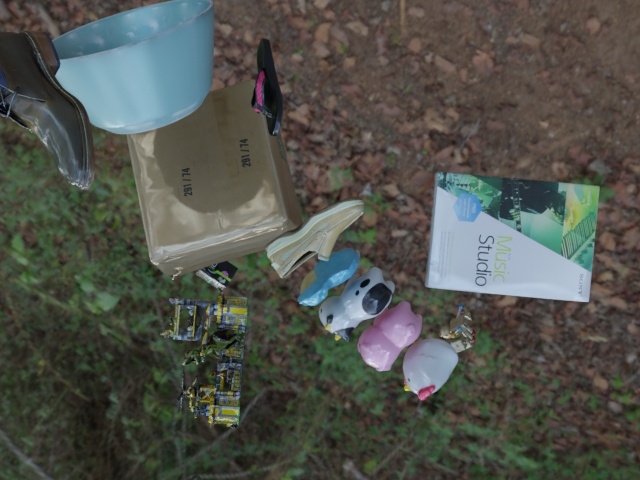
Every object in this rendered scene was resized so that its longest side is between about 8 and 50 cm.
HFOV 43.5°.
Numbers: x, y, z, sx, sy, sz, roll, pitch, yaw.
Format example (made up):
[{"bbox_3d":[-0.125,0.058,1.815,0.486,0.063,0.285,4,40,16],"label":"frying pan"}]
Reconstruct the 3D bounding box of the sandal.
[{"bbox_3d":[-0.092,-0.239,1.262,0.040,0.179,0.067,-1,153,-22],"label":"sandal"}]

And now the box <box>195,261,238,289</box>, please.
[{"bbox_3d":[-0.262,0.078,2.024,0.083,0.062,0.052,34,154,-8],"label":"box"}]

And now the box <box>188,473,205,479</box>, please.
[{"bbox_3d":[-0.236,0.567,1.526,0.142,0.163,0.247,56,158,-5],"label":"box"}]

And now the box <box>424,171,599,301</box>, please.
[{"bbox_3d":[0.377,-0.007,1.588,0.322,0.232,0.058,5,-179,1],"label":"box"}]

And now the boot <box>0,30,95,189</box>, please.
[{"bbox_3d":[-0.326,-0.142,0.875,0.082,0.106,0.219,-50,60,39],"label":"boot"}]

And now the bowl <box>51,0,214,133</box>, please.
[{"bbox_3d":[-0.312,-0.293,1.388,0.311,0.311,0.163,6,124,34],"label":"bowl"}]

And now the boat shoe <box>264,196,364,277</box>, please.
[{"bbox_3d":[0.000,0.000,1.295,0.190,0.068,0.072,-33,72,26],"label":"boat shoe"}]

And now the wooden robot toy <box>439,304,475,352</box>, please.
[{"bbox_3d":[0.337,0.234,2.006,0.079,0.173,0.076,-27,112,25],"label":"wooden robot toy"}]

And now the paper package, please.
[{"bbox_3d":[-0.219,-0.124,1.671,0.309,0.325,0.168,-16,164,4],"label":"paper package"}]

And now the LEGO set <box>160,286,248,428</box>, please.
[{"bbox_3d":[-0.271,0.256,1.804,0.192,0.331,0.255,4,-173,-7],"label":"LEGO set"}]

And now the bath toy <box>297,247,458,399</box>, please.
[{"bbox_3d":[0.114,0.177,1.510,0.348,0.129,0.151,43,131,-18],"label":"bath toy"}]
